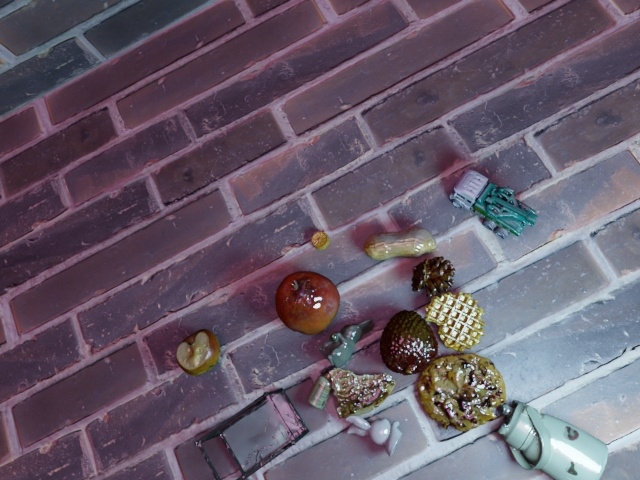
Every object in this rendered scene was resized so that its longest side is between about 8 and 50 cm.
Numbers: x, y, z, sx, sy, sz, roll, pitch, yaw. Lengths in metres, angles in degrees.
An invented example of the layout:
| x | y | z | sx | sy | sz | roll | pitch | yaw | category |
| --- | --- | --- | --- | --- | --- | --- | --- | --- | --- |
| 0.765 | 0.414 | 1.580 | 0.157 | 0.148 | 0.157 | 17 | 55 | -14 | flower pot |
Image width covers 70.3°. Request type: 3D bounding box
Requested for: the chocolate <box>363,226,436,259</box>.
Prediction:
| x | y | z | sx | sy | sz | roll | pitch | yaw | category |
| --- | --- | --- | --- | --- | --- | --- | --- | --- | --- |
| 0.341 | 0.013 | 1.959 | 0.309 | 0.134 | 0.134 | -4 | 75 | 11 | chocolate |

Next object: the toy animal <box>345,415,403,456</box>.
| x | y | z | sx | sy | sz | roll | pitch | yaw | category |
| --- | --- | --- | --- | --- | --- | --- | --- | --- | --- |
| 0.217 | 0.748 | 1.813 | 0.220 | 0.104 | 0.131 | 22 | 51 | 29 | toy animal |

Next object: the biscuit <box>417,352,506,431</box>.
| x | y | z | sx | sy | sz | roll | pitch | yaw | category |
| --- | --- | --- | --- | --- | --- | --- | --- | --- | --- |
| 0.549 | 0.589 | 1.779 | 0.334 | 0.081 | 0.290 | -22 | 68 | 16 | biscuit |

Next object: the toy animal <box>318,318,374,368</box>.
| x | y | z | sx | sy | sz | roll | pitch | yaw | category |
| --- | --- | --- | --- | --- | --- | --- | --- | --- | --- |
| 0.117 | 0.415 | 1.917 | 0.251 | 0.127 | 0.125 | -40 | 61 | -17 | toy animal |

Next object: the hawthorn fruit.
| x | y | z | sx | sy | sz | roll | pitch | yaw | category |
| --- | --- | --- | --- | --- | --- | --- | --- | --- | --- |
| -0.070 | 0.240 | 1.887 | 0.275 | 0.307 | 0.276 | -8 | 63 | 16 | hawthorn fruit |

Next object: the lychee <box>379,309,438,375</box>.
| x | y | z | sx | sy | sz | roll | pitch | yaw | category |
| --- | --- | --- | --- | --- | --- | --- | --- | --- | --- |
| 0.349 | 0.406 | 1.810 | 0.235 | 0.236 | 0.271 | -5 | 53 | 8 | lychee |

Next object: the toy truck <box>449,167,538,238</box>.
| x | y | z | sx | sy | sz | roll | pitch | yaw | category |
| --- | --- | --- | --- | --- | --- | --- | --- | --- | --- |
| 0.730 | -0.158 | 1.914 | 0.363 | 0.178 | 0.177 | 36 | 85 | 19 | toy truck |

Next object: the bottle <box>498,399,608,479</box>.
| x | y | z | sx | sy | sz | roll | pitch | yaw | category |
| --- | --- | --- | --- | --- | --- | --- | --- | --- | --- |
| 0.818 | 0.734 | 1.655 | 0.351 | 0.229 | 0.229 | 29 | 82 | 21 | bottle |

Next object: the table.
| x | y | z | sx | sy | sz | roll | pitch | yaw | category |
| --- | --- | --- | --- | --- | --- | --- | --- | --- | --- |
| -0.261 | 0.777 | 1.794 | 0.335 | 0.272 | 0.222 | -36 | 73 | -1 | table |

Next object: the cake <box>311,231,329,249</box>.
| x | y | z | sx | sy | sz | roll | pitch | yaw | category |
| --- | --- | --- | --- | --- | --- | --- | --- | --- | --- |
| 0.000 | 0.000 | 2.063 | 0.084 | 0.044 | 0.084 | -3 | 75 | 10 | cake |

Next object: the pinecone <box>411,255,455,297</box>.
| x | y | z | sx | sy | sz | roll | pitch | yaw | category |
| --- | --- | --- | --- | --- | --- | --- | --- | --- | --- |
| 0.465 | 0.148 | 1.881 | 0.195 | 0.179 | 0.150 | -18 | 73 | -18 | pinecone |

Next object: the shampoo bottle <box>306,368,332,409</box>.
| x | y | z | sx | sy | sz | roll | pitch | yaw | category |
| --- | --- | --- | --- | --- | --- | --- | --- | --- | --- |
| 0.009 | 0.612 | 1.889 | 0.079 | 0.079 | 0.162 | 25 | 81 | 15 | shampoo bottle |

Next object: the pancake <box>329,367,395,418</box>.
| x | y | z | sx | sy | sz | roll | pitch | yaw | category |
| --- | --- | --- | --- | --- | --- | --- | --- | --- | --- |
| 0.146 | 0.598 | 1.864 | 0.244 | 0.057 | 0.266 | 44 | 84 | 3 | pancake |

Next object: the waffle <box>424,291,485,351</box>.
| x | y | z | sx | sy | sz | roll | pitch | yaw | category |
| --- | --- | --- | --- | --- | --- | --- | --- | --- | --- |
| 0.549 | 0.335 | 1.853 | 0.248 | 0.056 | 0.253 | -6 | 92 | -2 | waffle |

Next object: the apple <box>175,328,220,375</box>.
| x | y | z | sx | sy | sz | roll | pitch | yaw | category |
| --- | --- | --- | --- | --- | --- | --- | --- | --- | --- |
| -0.525 | 0.484 | 1.970 | 0.195 | 0.160 | 0.173 | -31 | 77 | -1 | apple |
